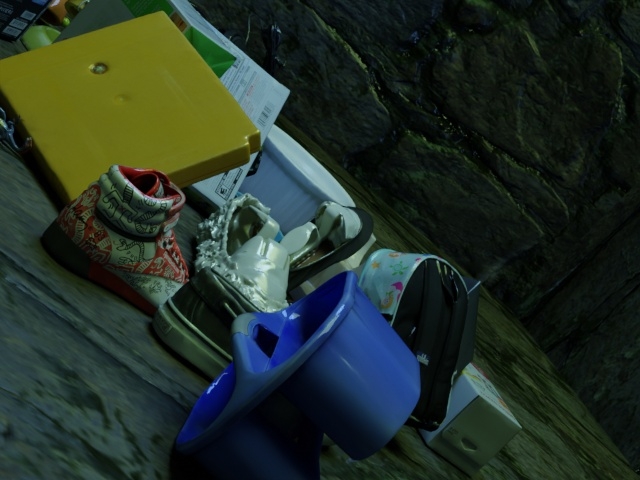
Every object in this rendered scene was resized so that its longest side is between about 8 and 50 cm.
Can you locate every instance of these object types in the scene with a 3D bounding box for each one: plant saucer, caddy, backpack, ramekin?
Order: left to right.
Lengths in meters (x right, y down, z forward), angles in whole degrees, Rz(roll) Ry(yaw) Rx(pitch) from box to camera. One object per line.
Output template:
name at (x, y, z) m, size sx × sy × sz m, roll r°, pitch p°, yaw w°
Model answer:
plant saucer at (-0.434, -0.308, 2.307) m, size 0.241 × 0.037 × 0.241 m, roll 42°, pitch 10°, yaw -9°
ramekin at (-0.071, -0.112, 2.662) m, size 0.277 × 0.135 × 0.277 m, roll 41°, pitch 10°, yaw -9°
caddy at (-0.032, 0.150, 1.381) m, size 0.179 × 0.241 × 0.341 m, roll 47°, pitch 9°, yaw -5°
backpack at (0.117, 0.142, 1.977) m, size 0.191 × 0.253 × 0.225 m, roll 12°, pitch -12°, yaw 38°

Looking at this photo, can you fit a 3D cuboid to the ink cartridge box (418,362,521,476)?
ink cartridge box at (0.235, 0.288, 2.213) m, size 0.128 × 0.127 × 0.176 m, roll 38°, pitch 12°, yaw -32°

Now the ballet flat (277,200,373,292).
ballet flat at (0.000, 0.000, 2.127) m, size 0.095 × 0.096 × 0.280 m, roll 36°, pitch 49°, yaw 20°

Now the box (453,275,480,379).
box at (0.174, 0.131, 2.156) m, size 0.158 × 0.156 × 0.093 m, roll 17°, pitch 31°, yaw 27°

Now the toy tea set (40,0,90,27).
toy tea set at (-0.512, -0.430, 2.406) m, size 0.336 × 0.124 × 0.200 m, roll 38°, pitch -19°, yaw -12°

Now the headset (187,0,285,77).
headset at (-0.230, -0.338, 2.428) m, size 0.394 × 0.185 × 0.243 m, roll -23°, pitch 44°, yaw -37°

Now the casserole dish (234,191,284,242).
casserole dish at (-0.116, -0.023, 2.388) m, size 0.114 × 0.037 × 0.188 m, roll 38°, pitch 10°, yaw -30°

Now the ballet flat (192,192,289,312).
ballet flat at (-0.111, 0.029, 1.896) m, size 0.147 × 0.147 × 0.409 m, roll 40°, pitch 11°, yaw -22°

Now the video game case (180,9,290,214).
video game case at (-0.208, -0.222, 2.234) m, size 0.244 × 0.269 × 0.061 m, roll 39°, pitch -25°, yaw -29°

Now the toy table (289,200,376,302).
toy table at (0.049, 0.067, 2.314) m, size 0.252 × 0.161 × 0.274 m, roll 39°, pitch 10°, yaw -29°

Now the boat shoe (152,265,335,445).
boat shoe at (-0.055, 0.151, 1.630) m, size 0.335 × 0.119 × 0.121 m, roll 37°, pitch 12°, yaw -36°

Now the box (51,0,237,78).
box at (-0.301, -0.280, 2.055) m, size 0.127 × 0.262 × 0.231 m, roll 31°, pitch 17°, yaw -52°

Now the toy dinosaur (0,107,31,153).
toy dinosaur at (-0.416, -0.152, 1.703) m, size 0.082 × 0.047 × 0.090 m, roll 59°, pitch -9°, yaw -27°

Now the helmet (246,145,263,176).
helmet at (-0.192, -0.201, 2.453) m, size 0.169 × 0.169 × 0.161 m, roll 12°, pitch 72°, yaw -72°

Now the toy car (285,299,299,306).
toy car at (-0.054, 0.136, 2.017) m, size 0.122 × 0.060 × 0.040 m, roll -79°, pitch 168°, yaw -60°

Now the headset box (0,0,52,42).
headset box at (-0.597, -0.477, 2.077) m, size 0.283 × 0.131 × 0.246 m, roll 45°, pitch 9°, yaw 11°

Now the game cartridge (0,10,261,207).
game cartridge at (-0.274, -0.178, 1.788) m, size 0.324 × 0.285 × 0.053 m, roll 53°, pitch -26°, yaw 34°

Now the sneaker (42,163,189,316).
sneaker at (-0.200, 0.005, 1.590) m, size 0.270 × 0.145 × 0.090 m, roll 34°, pitch 14°, yaw -47°
